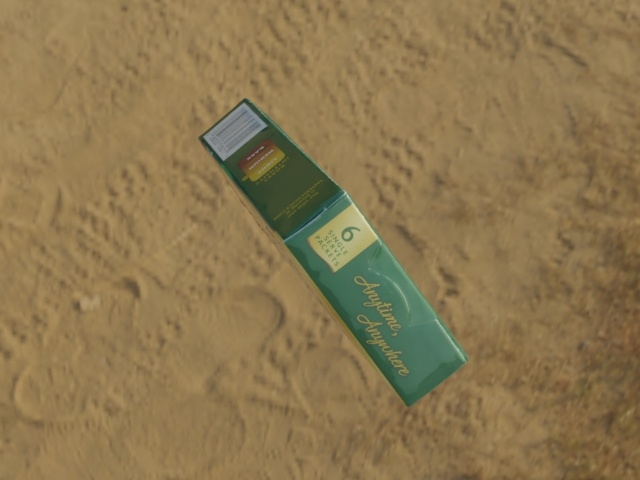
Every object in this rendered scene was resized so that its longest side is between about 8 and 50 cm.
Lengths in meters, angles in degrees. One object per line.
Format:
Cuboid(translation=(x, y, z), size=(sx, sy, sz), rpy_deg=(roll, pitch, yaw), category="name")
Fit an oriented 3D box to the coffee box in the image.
Cuboid(translation=(0.000, 0.000, 0.729), size=(0.040, 0.113, 0.184), rpy_deg=(-37, 27, -3), category="coffee box")
